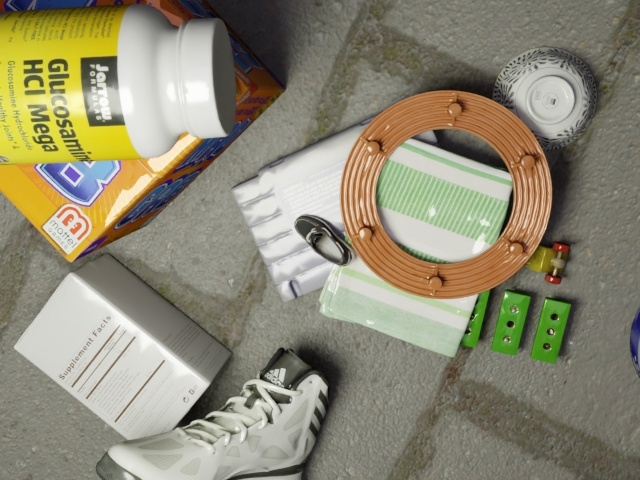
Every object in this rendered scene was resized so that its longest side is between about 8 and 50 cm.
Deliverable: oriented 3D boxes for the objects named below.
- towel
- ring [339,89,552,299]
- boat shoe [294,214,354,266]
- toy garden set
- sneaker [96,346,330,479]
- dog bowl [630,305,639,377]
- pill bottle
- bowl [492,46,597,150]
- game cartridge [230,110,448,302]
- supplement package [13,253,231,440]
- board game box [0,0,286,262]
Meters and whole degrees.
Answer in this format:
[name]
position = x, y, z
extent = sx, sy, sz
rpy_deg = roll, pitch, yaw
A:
[towel]
position = 0.158, 0.007, 1.447
extent = 0.248, 0.038, 0.325
rpy_deg = 18, 102, 2
[ring]
position = 0.196, -0.067, 1.395
extent = 0.337, 0.032, 0.336
rpy_deg = 1, 101, 6
[boat shoe]
position = 0.000, 0.000, 1.444
extent = 0.125, 0.038, 0.046
rpy_deg = 42, 110, 23
[toy garden set]
position = 0.298, 0.083, 1.496
extent = 0.244, 0.049, 0.203
rpy_deg = 12, 103, 5
[sneaker]
position = -0.147, 0.281, 1.419
extent = 0.169, 0.447, 0.257
rpy_deg = 27, 98, 35
[dog bowl]
position = 0.648, 0.176, 1.439
extent = 0.265, 0.104, 0.265
rpy_deg = 1, 99, 7
[pill bottle]
position = -0.280, -0.190, 1.078
extent = 0.334, 0.188, 0.188
rpy_deg = -2, 99, 6
[bowl]
position = 0.364, -0.226, 1.416
extent = 0.170, 0.080, 0.170
rpy_deg = 1, 99, 6
[game cartridge]
position = 0.050, -0.066, 1.494
extent = 0.355, 0.068, 0.230
rpy_deg = -23, 92, 10
[supplement package]
position = -0.333, 0.190, 1.520
extent = 0.293, 0.177, 0.175
rpy_deg = 39, 102, -1
[board game box]
position = -0.321, -0.239, 1.353
extent = 0.356, 0.356, 0.356
rpy_deg = -42, 93, 11
